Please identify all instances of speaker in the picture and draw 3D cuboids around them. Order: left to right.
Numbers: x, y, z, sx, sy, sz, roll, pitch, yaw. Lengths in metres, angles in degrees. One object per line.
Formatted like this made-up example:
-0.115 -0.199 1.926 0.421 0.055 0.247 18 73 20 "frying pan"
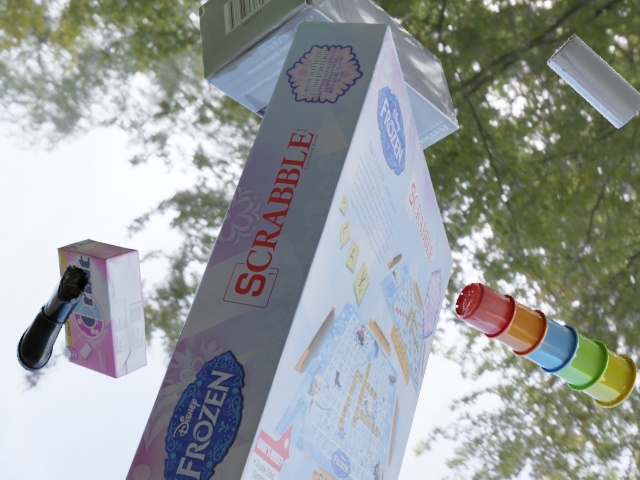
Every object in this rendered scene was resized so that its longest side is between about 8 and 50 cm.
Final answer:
0.377 -0.216 1.195 0.136 0.055 0.055 43 -90 2 "speaker"

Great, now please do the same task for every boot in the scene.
-0.335 0.095 1.103 0.099 0.045 0.121 -45 -157 35 "boot"

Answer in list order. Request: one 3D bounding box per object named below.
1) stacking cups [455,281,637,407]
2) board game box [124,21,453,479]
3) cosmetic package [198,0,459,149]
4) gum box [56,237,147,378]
0.350 0.155 1.378 0.096 0.316 0.096 -51 -161 26 "stacking cups"
0.010 0.075 0.608 0.066 0.318 0.317 8 -117 21 "board game box"
0.013 -0.160 0.822 0.127 0.238 0.107 -31 -130 30 "cosmetic package"
-0.312 0.101 1.254 0.107 0.062 0.188 10 -71 35 "gum box"
